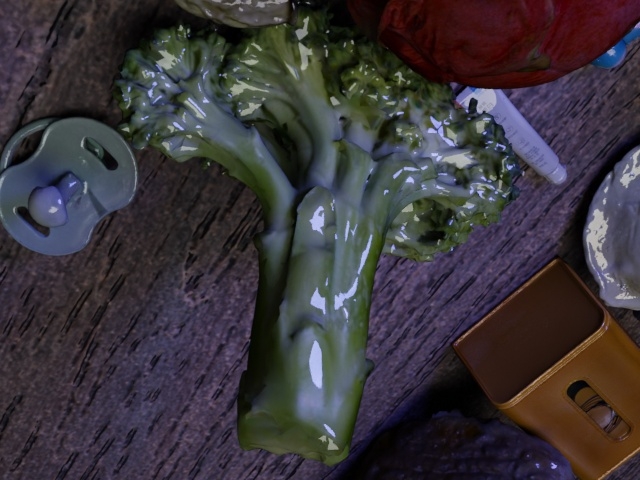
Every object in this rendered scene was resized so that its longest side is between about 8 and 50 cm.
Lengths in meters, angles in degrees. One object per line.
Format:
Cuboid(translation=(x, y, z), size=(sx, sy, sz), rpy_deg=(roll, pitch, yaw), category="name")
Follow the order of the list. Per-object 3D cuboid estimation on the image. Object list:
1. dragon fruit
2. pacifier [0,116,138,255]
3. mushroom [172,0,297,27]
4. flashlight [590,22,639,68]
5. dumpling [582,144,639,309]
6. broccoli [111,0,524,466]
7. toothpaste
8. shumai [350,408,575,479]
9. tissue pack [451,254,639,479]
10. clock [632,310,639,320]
Cuboid(translation=(0.145, -0.257, 0.766), size=(0.342, 0.277, 0.277), rpy_deg=(6, 123, -45), category="dragon fruit")
Cuboid(translation=(-0.250, -0.050, 0.876), size=(0.150, 0.116, 0.127), rpy_deg=(-35, 103, 10), category="pacifier")
Cuboid(translation=(-0.075, -0.317, 0.719), size=(0.164, 0.190, 0.267), rpy_deg=(9, 134, -2), category="mushroom")
Cuboid(translation=(0.340, -0.243, 1.013), size=(0.051, 0.051, 0.129), rpy_deg=(33, 104, -36), category="flashlight")
Cuboid(translation=(0.419, -0.007, 1.168), size=(0.179, 0.131, 0.252), rpy_deg=(-17, 120, 7), category="dumpling")
Cuboid(translation=(0.033, -0.013, 0.853), size=(0.353, 0.397, 0.275), rpy_deg=(-20, 154, -13), category="broccoli")
Cuboid(translation=(0.225, -0.123, 1.066), size=(0.048, 0.031, 0.190), rpy_deg=(-43, 125, 15), category="toothpaste")
Cuboid(translation=(0.211, 0.384, 1.280), size=(0.346, 0.217, 0.283), rpy_deg=(-16, 141, 26), category="shumai")
Cuboid(translation=(0.342, 0.187, 1.262), size=(0.194, 0.145, 0.274), rpy_deg=(-41, 127, 12), category="tissue pack")
Cuboid(translation=(0.480, 0.109, 1.297), size=(0.085, 0.085, 0.017), rpy_deg=(6, 113, -25), category="clock")
